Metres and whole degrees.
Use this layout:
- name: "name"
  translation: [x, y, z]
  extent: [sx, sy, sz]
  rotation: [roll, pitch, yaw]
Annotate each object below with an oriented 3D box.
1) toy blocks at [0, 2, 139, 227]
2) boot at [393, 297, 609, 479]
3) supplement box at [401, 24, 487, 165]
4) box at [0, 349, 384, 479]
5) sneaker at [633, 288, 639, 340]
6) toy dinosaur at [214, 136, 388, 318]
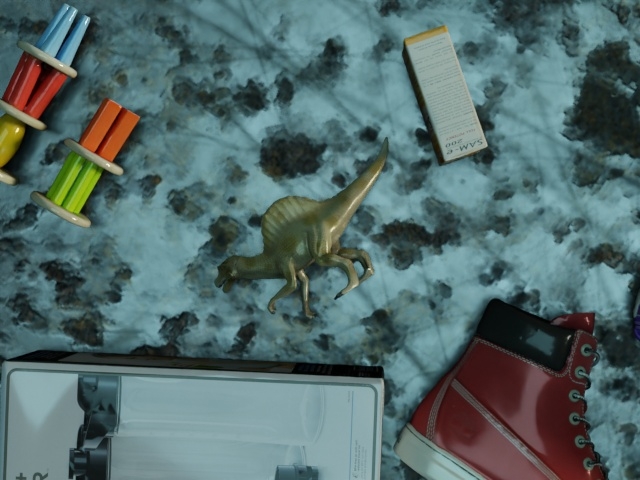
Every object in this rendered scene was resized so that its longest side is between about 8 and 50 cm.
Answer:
- name: "toy blocks"
  translation: [-0.200, -0.102, 0.892]
  extent: [0.123, 0.054, 0.148]
  rotation: [30, 92, 3]
- name: "boot"
  translation: [0.203, 0.157, 0.856]
  extent: [0.244, 0.088, 0.176]
  rotation: [34, 91, 6]
- name: "supplement box"
  translation: [0.095, -0.110, 0.870]
  extent: [0.036, 0.062, 0.098]
  rotation: [-19, 88, 2]
- name: "box"
  translation: [-0.097, 0.177, 0.870]
  extent: [0.290, 0.087, 0.169]
  rotation: [3, 90, 3]
- name: "sneaker"
  translation: [0.325, 0.078, 0.867]
  extent: [0.170, 0.068, 0.071]
  rotation: [19, 107, 11]
- name: "toy dinosaur"
  translation: [0.000, 0.000, 0.881]
  extent: [0.183, 0.053, 0.092]
  rotation: [-36, 87, 3]
